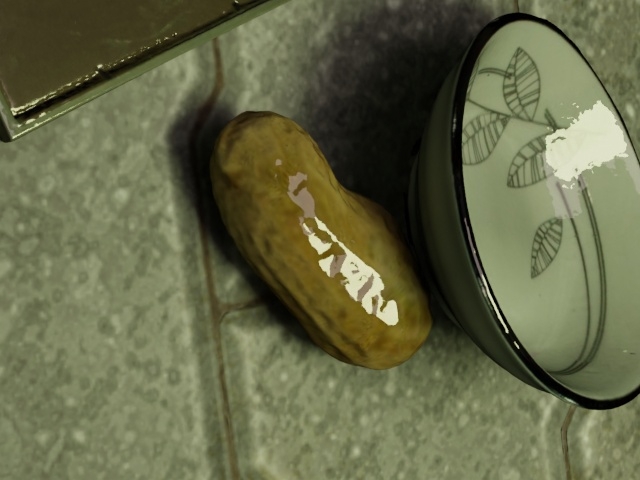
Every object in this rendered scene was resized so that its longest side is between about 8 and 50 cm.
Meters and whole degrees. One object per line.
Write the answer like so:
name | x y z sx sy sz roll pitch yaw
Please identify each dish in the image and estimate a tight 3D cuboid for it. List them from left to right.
dish | 0.150 -0.013 1.259 0.316 0.106 0.316 28 53 -46

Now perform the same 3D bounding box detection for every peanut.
peanut | 0.000 0.000 1.184 0.226 0.095 0.108 49 47 -22

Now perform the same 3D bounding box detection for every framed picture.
framed picture | -0.146 -0.207 1.122 0.265 0.018 0.192 -31 108 -32
